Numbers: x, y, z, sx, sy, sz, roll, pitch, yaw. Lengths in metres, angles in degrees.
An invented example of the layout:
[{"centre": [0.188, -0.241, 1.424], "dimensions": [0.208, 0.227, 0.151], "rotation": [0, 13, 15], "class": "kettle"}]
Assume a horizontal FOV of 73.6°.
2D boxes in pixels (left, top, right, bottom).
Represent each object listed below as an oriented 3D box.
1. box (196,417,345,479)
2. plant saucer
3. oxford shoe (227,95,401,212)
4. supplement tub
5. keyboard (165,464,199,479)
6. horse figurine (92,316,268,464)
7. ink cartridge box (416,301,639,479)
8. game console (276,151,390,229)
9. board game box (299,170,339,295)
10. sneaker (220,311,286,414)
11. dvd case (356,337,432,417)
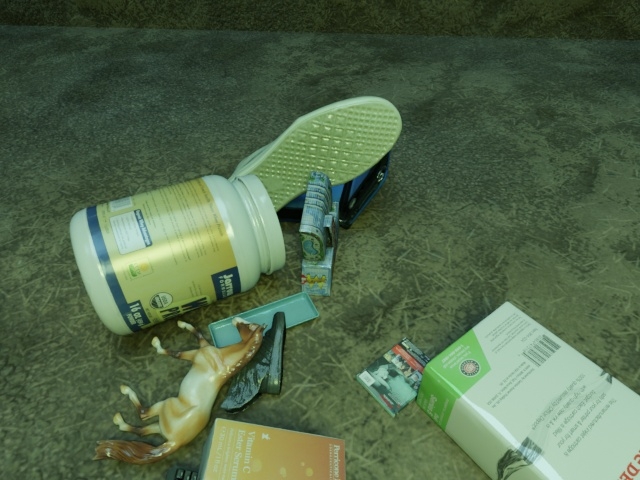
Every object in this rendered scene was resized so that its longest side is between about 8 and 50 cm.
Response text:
[{"centre": [-0.063, 0.307, 0.515], "dimensions": [0.171, 0.091, 0.130], "rotation": [14, 41, -12], "class": "box"}, {"centre": [-0.101, 0.149, 0.779], "dimensions": [0.192, 0.018, 0.067], "rotation": [-18, 45, -17], "class": "plant saucer"}, {"centre": [-0.040, -0.175, 0.927], "dimensions": [0.449, 0.169, 0.130], "rotation": [-28, 25, 22], "class": "oxford shoe"}, {"centre": [-0.244, 0.012, 0.773], "dimensions": [0.316, 0.228, 0.228], "rotation": [-19, 46, -19], "class": "supplement tub"}, {"centre": [-0.147, 0.363, 0.504], "dimensions": [0.108, 0.023, 0.180], "rotation": [24, 28, -17], "class": "keyboard"}, {"centre": [-0.208, 0.222, 0.645], "dimensions": [0.175, 0.066, 0.263], "rotation": [14, 54, 22], "class": "horse figurine"}, {"centre": [0.305, 0.246, 0.597], "dimensions": [0.198, 0.114, 0.273], "rotation": [-27, 48, -26], "class": "ink cartridge box"}, {"centre": [0.037, -0.180, 1.035], "dimensions": [0.173, 0.250, 0.293], "rotation": [26, 43, -11], "class": "game console"}, {"centre": [0.000, 0.000, 0.846], "dimensions": [0.060, 0.194, 0.194], "rotation": [3, 57, 6], "class": "board game box"}, {"centre": [-0.105, 0.194, 0.700], "dimensions": [0.089, 0.051, 0.170], "rotation": [1, 54, 1], "class": "sneaker"}, {"centre": [0.131, 0.221, 0.702], "dimensions": [0.119, 0.013, 0.087], "rotation": [-28, 49, -29], "class": "dvd case"}]
